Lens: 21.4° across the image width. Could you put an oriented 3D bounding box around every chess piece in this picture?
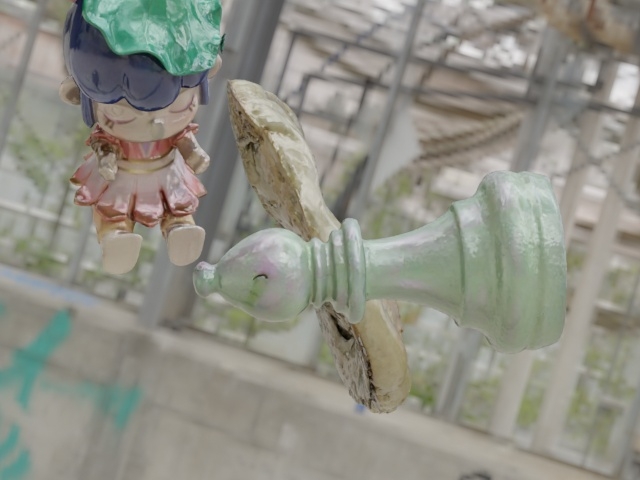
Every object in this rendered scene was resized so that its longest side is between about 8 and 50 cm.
[{"bbox_3d":[0.040,0.023,1.270,0.272,0.139,0.139,-4,2,-4],"label":"chess piece"}]

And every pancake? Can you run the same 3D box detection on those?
[{"bbox_3d":[0.000,0.001,1.705,0.082,0.386,0.387,-26,4,-4],"label":"pancake"}]

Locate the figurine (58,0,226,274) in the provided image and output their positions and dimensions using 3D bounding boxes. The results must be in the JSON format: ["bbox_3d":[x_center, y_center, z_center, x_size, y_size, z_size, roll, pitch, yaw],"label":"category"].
[{"bbox_3d":[-0.114,-0.084,1.009,0.111,0.195,0.102,-8,41,-21],"label":"figurine"}]
